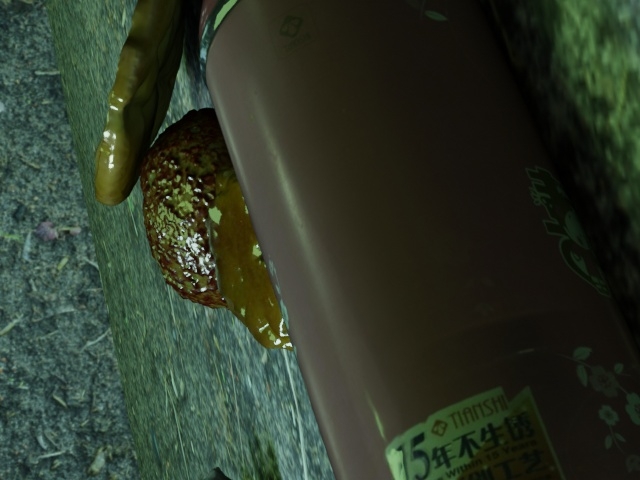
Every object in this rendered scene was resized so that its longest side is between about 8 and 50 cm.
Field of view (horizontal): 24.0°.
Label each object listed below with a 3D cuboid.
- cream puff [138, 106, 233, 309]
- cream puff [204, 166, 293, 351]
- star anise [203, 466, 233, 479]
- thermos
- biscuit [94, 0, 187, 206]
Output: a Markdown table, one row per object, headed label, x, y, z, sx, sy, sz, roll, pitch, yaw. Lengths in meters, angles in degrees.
| label | x | y | z | sx | sy | sz | roll | pitch | yaw |
| --- | --- | --- | --- | --- | --- | --- | --- | --- | --- |
| cream puff | -0.088 | -0.021 | 1.094 | 0.149 | 0.084 | 0.149 | 171 | 90 | -77 |
| cream puff | 0.000 | 0.000 | 0.732 | 0.122 | 0.094 | 0.116 | -33 | 71 | 52 |
| star anise | -0.075 | 0.289 | 1.289 | 0.236 | 0.093 | 0.229 | -136 | 37 | -65 |
| thermos | 0.037 | -0.022 | 0.545 | 0.109 | 0.136 | 0.330 | -48 | 50 | 40 |
| biscuit | -0.132 | -0.126 | 1.151 | 0.260 | 0.041 | 0.203 | -100 | 21 | -85 |
